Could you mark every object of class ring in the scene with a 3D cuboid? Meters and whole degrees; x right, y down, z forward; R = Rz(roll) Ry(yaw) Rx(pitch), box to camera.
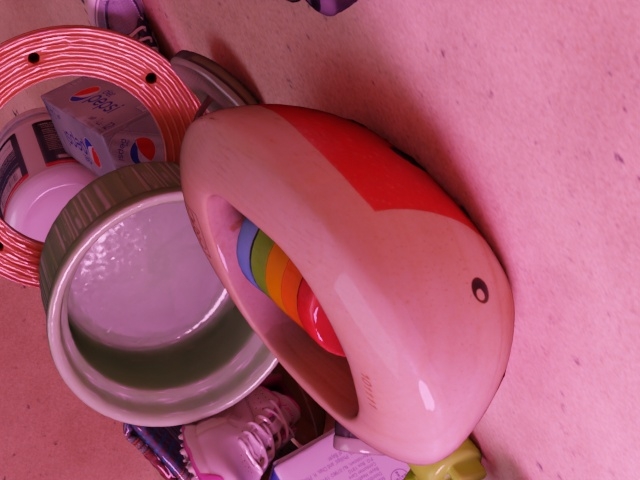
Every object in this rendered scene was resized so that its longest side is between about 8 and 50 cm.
[{"bbox_3d":[-0.296,-0.096,1.907,0.032,0.336,0.337,-119,8,-62],"label":"ring"}]

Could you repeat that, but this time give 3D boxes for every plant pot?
[{"bbox_3d":[-0.056,0.170,2.142,0.236,0.032,0.236,53,163,25],"label":"plant pot"}]

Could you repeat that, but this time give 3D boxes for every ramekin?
[{"bbox_3d":[-0.188,0.054,1.894,0.148,0.303,0.303,49,161,58],"label":"ramekin"}]

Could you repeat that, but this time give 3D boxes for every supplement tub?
[{"bbox_3d":[-0.402,-0.076,2.446,0.272,0.191,0.191,-122,12,-57],"label":"supplement tub"}]

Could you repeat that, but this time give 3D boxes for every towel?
[{"bbox_3d":[-0.141,0.273,2.150,0.271,0.040,0.370,49,-165,-8],"label":"towel"}]

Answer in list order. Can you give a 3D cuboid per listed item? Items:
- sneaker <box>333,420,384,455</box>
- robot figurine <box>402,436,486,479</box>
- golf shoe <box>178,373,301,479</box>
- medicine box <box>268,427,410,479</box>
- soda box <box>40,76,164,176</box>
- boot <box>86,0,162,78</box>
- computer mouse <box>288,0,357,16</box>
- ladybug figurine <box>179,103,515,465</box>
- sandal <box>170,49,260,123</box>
[{"bbox_3d":[0.062,0.164,1.732,0.222,0.083,0.118,30,-113,-87],"label":"sneaker"},{"bbox_3d":[0.117,0.211,1.622,0.115,0.067,0.101,51,134,35],"label":"robot figurine"},{"bbox_3d":[-0.093,0.237,1.953,0.115,0.140,0.306,63,-176,-15],"label":"golf shoe"},{"bbox_3d":[0.067,0.384,1.917,0.289,0.149,0.263,58,163,16],"label":"medicine box"},{"bbox_3d":[-0.292,-0.152,2.214,0.286,0.091,0.098,30,145,60],"label":"soda box"},{"bbox_3d":[-0.217,-0.235,1.919,0.086,0.069,0.190,43,164,30],"label":"boot"},{"bbox_3d":[-0.010,-0.259,1.253,0.272,0.072,0.188,-125,10,-65],"label":"computer mouse"},{"bbox_3d":[0.022,0.015,1.418,0.449,0.162,0.305,42,155,48],"label":"ladybug figurine"},{"bbox_3d":[-0.086,-0.069,1.739,0.303,0.086,0.120,63,163,-7],"label":"sandal"}]
